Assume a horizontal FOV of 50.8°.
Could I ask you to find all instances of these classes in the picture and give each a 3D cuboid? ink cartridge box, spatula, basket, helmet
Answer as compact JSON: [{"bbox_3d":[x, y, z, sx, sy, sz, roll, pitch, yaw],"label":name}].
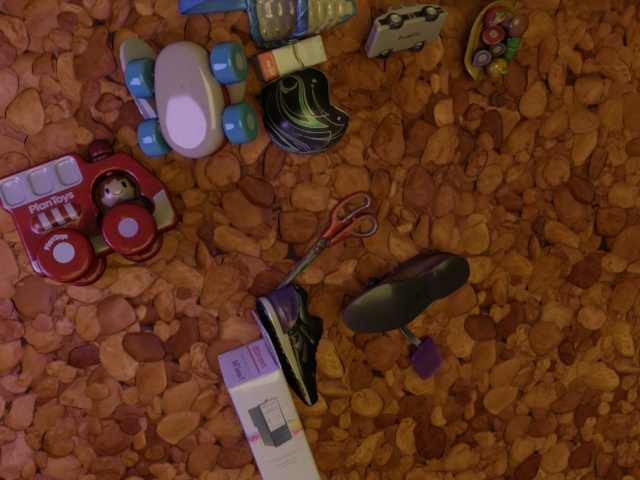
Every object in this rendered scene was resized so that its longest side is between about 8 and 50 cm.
[{"bbox_3d":[-0.124,0.348,1.443,0.119,0.207,0.353,-20,104,-11],"label":"ink cartridge box"},{"bbox_3d":[-0.066,-0.371,1.372,0.135,0.099,0.056,-21,108,-9],"label":"ink cartridge box"},{"bbox_3d":[0.197,0.205,1.585,0.084,0.030,0.296,-43,105,-26],"label":"spatula"},{"bbox_3d":[-0.099,-0.468,1.273,0.289,0.255,0.201,-19,107,-29],"label":"basket"},{"bbox_3d":[-0.032,-0.253,1.373,0.169,0.169,0.161,-21,90,-9],"label":"helmet"}]

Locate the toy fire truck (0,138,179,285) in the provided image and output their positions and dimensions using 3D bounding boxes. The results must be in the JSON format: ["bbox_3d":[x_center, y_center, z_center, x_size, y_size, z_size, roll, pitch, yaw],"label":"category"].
[{"bbox_3d":[-0.449,-0.061,1.318,0.302,0.169,0.254,-24,87,-10],"label":"toy fire truck"}]

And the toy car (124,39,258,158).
[{"bbox_3d":[-0.206,-0.273,1.295,0.219,0.238,0.210,-5,102,21],"label":"toy car"}]

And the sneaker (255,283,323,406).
[{"bbox_3d":[-0.035,0.233,1.501,0.124,0.107,0.283,-25,109,-18],"label":"sneaker"}]

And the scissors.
[{"bbox_3d":[0.000,0.000,1.507,0.297,0.021,0.109,-32,109,-5],"label":"scissors"}]

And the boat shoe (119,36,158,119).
[{"bbox_3d":[-0.338,-0.283,1.330,0.079,0.081,0.227,-40,116,-33],"label":"boat shoe"}]

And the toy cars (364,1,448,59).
[{"bbox_3d":[0.249,-0.514,1.396,0.393,0.176,0.087,-36,69,12],"label":"toy cars"}]

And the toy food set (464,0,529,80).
[{"bbox_3d":[0.386,-0.434,1.441,0.128,0.071,0.218,-17,133,-27],"label":"toy food set"}]

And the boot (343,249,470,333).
[{"bbox_3d":[0.181,0.112,1.522,0.305,0.115,0.112,-25,112,-11],"label":"boot"}]
